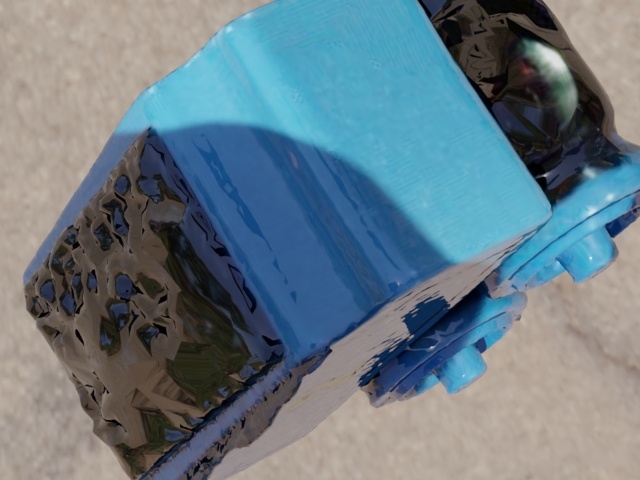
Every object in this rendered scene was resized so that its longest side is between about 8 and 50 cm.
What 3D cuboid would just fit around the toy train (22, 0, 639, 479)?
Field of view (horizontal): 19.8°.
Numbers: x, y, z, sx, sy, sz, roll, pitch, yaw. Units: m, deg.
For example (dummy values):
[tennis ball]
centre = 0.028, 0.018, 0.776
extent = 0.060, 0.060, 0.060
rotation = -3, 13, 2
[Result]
[toy train]
centre = 0.000, 0.000, 0.913
extent = 0.265, 0.188, 0.300
rotation = -26, 167, -34
